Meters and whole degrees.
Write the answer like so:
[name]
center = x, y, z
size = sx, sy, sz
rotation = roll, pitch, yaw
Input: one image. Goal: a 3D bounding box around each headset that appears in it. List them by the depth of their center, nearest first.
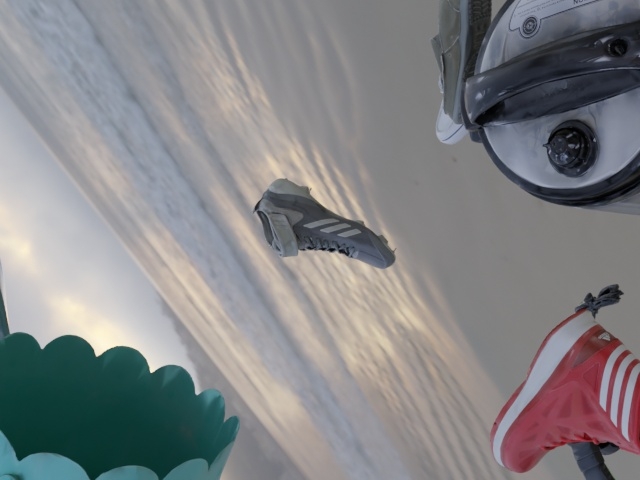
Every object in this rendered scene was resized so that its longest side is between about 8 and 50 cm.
[headset]
center = 0.540, 0.283, 1.640
size = 0.185, 0.243, 0.394
rotation = -52, 50, 51

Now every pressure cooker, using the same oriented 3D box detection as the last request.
[pressure cooker]
center = 0.439, -0.221, 1.389
size = 0.420, 0.370, 0.375
rotation = 2, -142, -43

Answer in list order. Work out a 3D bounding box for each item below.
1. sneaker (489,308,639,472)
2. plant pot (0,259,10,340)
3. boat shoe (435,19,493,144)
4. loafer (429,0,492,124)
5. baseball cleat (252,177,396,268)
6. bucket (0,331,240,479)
[sneaker]
center = 0.243, 0.180, 0.886
size = 0.128, 0.087, 0.221
rotation = 44, 145, 30
[plant pot]
center = -0.461, 0.111, 1.154
size = 0.165, 0.166, 0.234
rotation = -119, 37, -49
[boat shoe]
center = 0.266, -0.303, 1.790
size = 0.095, 0.084, 0.258
rotation = 56, 132, 49
[loafer]
center = 0.241, -0.327, 1.626
size = 0.087, 0.094, 0.251
rotation = 20, 116, 42
[baseball cleat]
center = 0.000, 0.000, 1.312
size = 0.206, 0.109, 0.072
rotation = 32, 154, 7
[bucket]
center = -0.228, 0.219, 0.869
size = 0.281, 0.183, 0.281
rotation = 18, -170, -3
